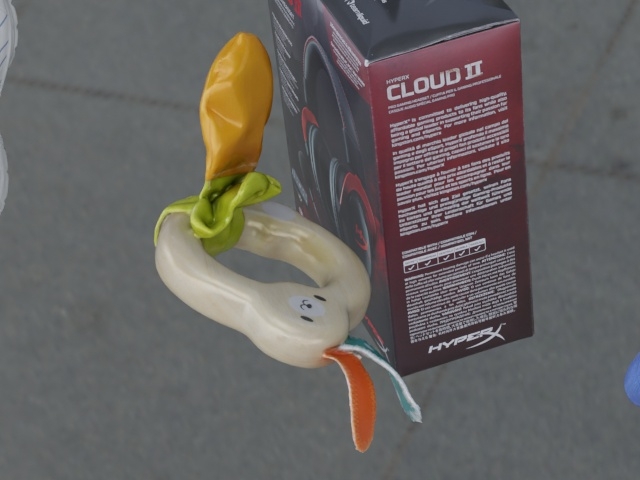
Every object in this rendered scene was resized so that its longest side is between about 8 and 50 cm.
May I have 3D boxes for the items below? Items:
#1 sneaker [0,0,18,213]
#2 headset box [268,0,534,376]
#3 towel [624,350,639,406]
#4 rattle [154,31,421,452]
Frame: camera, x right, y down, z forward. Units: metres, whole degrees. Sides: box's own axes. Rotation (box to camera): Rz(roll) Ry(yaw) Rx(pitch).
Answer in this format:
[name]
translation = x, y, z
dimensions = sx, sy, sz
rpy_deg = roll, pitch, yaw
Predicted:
[sneaker]
translation = -0.340, -0.140, 1.806
dimensions = 0.111, 0.297, 0.129
rpy_deg = -3, 10, 3
[headset box]
translation = 0.051, -0.091, 1.337
dimensions = 0.110, 0.293, 0.218
rpy_deg = -17, 40, -12
[towel]
translation = 0.265, -0.065, 0.902
dimensions = 0.040, 0.336, 0.243
rpy_deg = 44, 58, 14
[rattle]
translation = 0.000, 0.000, 1.073
dimensions = 0.143, 0.130, 0.200
rpy_deg = -59, 39, 14
